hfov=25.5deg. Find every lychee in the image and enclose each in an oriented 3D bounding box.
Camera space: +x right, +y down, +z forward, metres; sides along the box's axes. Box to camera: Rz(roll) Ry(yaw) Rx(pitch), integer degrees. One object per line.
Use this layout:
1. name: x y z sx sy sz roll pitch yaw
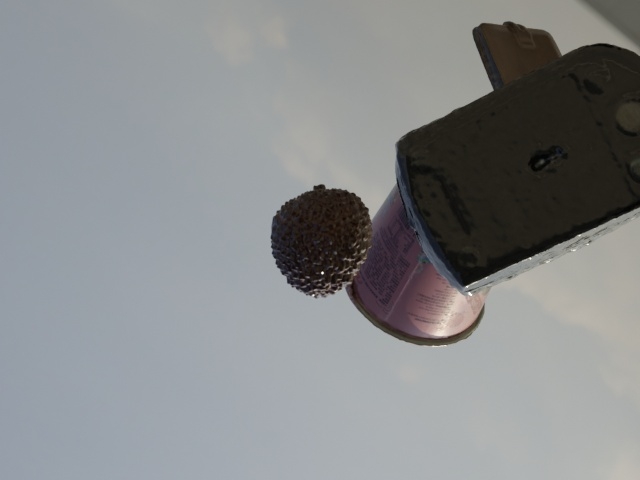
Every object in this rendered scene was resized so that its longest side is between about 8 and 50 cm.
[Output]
1. lychee: 0.001 0.001 1.640 0.123 0.123 0.129 -50 -46 -73

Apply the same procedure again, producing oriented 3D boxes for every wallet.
1. wallet: 0.268 -0.234 1.870 0.152 0.039 0.118 -1 -115 -39

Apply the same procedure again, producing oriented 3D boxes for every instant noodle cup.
1. instant noodle cup: 0.178 0.000 2.158 0.243 0.231 0.243 11 -133 -12

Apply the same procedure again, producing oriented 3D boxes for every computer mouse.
1. computer mouse: 0.207 -0.069 1.334 0.100 0.269 0.170 36 -150 -79
